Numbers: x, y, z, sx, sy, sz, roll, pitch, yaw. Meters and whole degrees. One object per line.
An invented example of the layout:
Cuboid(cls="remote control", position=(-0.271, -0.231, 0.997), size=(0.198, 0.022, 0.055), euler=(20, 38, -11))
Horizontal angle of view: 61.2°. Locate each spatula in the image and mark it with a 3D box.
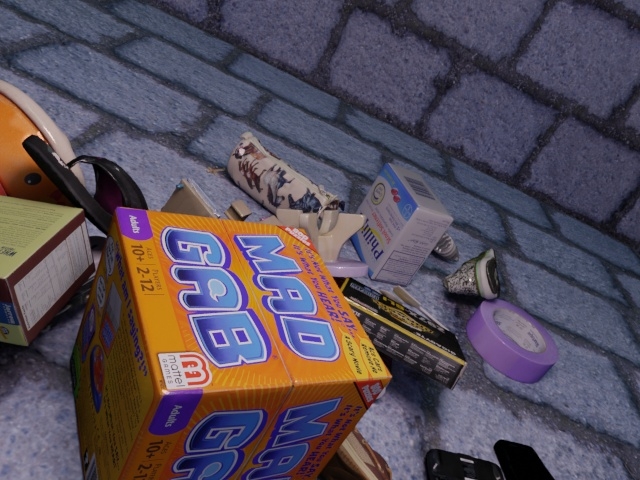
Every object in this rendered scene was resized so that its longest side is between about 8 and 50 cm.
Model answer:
Cuboid(cls="spatula", position=(0.245, 0.199, 1.465), size=(0.242, 0.168, 0.019), euler=(40, 61, -18))

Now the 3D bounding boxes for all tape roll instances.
Cuboid(cls="tape roll", position=(0.596, 0.307, 1.687), size=(0.274, 0.090, 0.275), euler=(21, 31, -13))

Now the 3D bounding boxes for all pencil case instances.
Cuboid(cls="pencil case", position=(-0.121, -0.178, 1.740), size=(0.410, 0.184, 0.159), euler=(38, 31, 18))

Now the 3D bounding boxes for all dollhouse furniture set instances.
Cuboid(cls="dollhouse furniture set", position=(-0.235, -0.050, 1.331), size=(0.303, 0.286, 0.198), euler=(48, 32, 10))

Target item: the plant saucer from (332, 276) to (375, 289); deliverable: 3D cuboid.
Cuboid(cls="plant saucer", position=(0.062, 0.177, 1.476), size=(0.258, 0.048, 0.259), euler=(22, 30, -13))

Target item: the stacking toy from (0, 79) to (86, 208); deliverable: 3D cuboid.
Cuboid(cls="stacking toy", position=(-0.727, -0.063, 1.008), size=(0.350, 0.351, 0.480), euler=(35, 49, 11))

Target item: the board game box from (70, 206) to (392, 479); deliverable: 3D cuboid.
Cuboid(cls="board game box", position=(-0.177, 0.209, 0.899), size=(0.356, 0.356, 0.357), euler=(6, 36, -35))

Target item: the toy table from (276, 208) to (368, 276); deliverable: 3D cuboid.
Cuboid(cls="toy table", position=(0.000, 0.000, 1.476), size=(0.274, 0.161, 0.252), euler=(4, 7, 8))

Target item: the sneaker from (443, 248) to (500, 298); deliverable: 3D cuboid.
Cuboid(cls="sneaker", position=(0.516, 0.117, 1.862), size=(0.181, 0.158, 0.410), euler=(-8, -3, 19))

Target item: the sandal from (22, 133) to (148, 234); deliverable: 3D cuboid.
Cuboid(cls="sandal", position=(-0.389, -0.060, 1.053), size=(0.167, 0.107, 0.446), euler=(27, -20, 37))

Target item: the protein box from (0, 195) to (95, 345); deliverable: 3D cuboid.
Cuboid(cls="protein box", position=(-0.518, 0.039, 0.880), size=(0.199, 0.136, 0.201), euler=(9, 34, 7))

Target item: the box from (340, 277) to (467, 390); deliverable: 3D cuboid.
Cuboid(cls="box", position=(0.179, 0.210, 1.303), size=(0.321, 0.079, 0.257), euler=(28, 6, 5))

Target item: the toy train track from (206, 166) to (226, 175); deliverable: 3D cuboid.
Cuboid(cls="toy train track", position=(-0.346, -0.238, 1.811), size=(0.048, 0.014, 0.083), euler=(42, 31, 22))

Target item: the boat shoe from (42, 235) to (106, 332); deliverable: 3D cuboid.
Cuboid(cls="boat shoe", position=(-0.515, 0.114, 1.001), size=(0.121, 0.119, 0.335), euler=(26, 39, 29))

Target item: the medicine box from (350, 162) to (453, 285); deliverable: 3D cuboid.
Cuboid(cls="medicine box", position=(0.243, -0.051, 1.740), size=(0.149, 0.289, 0.264), euler=(14, 32, -29))

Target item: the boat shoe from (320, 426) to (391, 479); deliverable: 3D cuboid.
Cuboid(cls="boat shoe", position=(0.086, 0.442, 1.010), size=(0.123, 0.123, 0.342), euler=(0, 33, -41))

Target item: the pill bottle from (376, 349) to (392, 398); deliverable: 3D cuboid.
Cuboid(cls="pill bottle", position=(0.128, 0.301, 1.294), size=(0.086, 0.086, 0.152), euler=(26, 29, -4))

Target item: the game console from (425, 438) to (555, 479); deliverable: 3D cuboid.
Cuboid(cls="game console", position=(0.390, 0.531, 1.206), size=(0.361, 0.044, 0.213), euler=(20, 29, -17))

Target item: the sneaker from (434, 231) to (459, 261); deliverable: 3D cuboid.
Cuboid(cls="sneaker", position=(0.438, -0.010, 2.078), size=(0.115, 0.105, 0.281), euler=(46, 14, -36))
